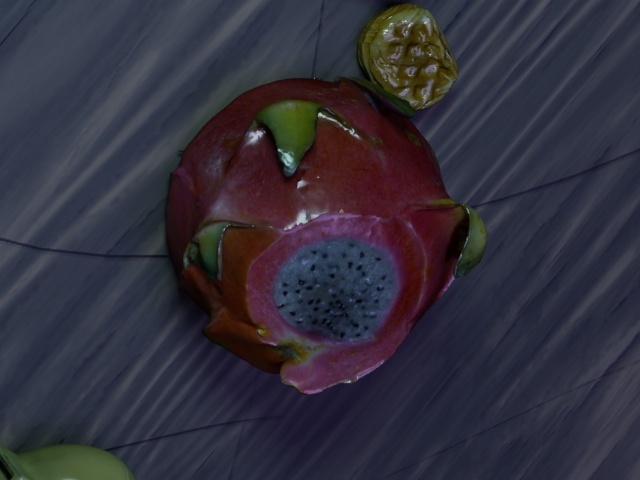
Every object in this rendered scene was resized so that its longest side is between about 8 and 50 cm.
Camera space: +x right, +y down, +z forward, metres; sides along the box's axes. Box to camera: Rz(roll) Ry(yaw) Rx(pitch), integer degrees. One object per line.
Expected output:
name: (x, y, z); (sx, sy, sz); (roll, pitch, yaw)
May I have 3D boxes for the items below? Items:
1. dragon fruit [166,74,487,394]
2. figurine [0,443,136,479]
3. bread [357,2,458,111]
dragon fruit: (0.000, 0.000, 1.751); (0.291, 0.189, 0.290); (-9, 116, -20)
figurine: (-0.290, 0.321, 1.756); (0.324, 0.124, 0.222); (-50, 130, -1)
bread: (0.081, -0.172, 1.829); (0.083, 0.044, 0.110); (-39, 123, -9)
